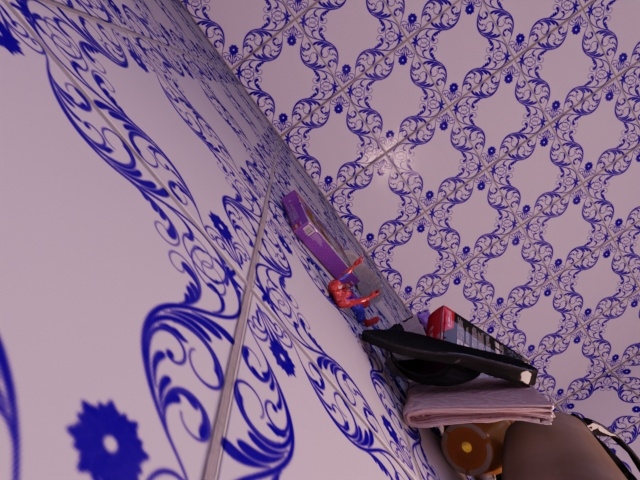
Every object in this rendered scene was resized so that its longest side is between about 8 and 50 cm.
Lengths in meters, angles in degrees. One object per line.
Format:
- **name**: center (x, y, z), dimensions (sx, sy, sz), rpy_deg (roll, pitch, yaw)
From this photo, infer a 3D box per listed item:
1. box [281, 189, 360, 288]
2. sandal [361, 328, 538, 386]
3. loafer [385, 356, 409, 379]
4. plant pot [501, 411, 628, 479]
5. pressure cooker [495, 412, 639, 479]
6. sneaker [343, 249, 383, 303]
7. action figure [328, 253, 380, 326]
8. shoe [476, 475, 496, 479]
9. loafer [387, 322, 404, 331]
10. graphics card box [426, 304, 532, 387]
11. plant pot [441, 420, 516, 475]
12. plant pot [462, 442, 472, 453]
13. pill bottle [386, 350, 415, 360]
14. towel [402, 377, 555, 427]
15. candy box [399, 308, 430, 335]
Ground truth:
- **box**: center (0.000, 0.000, 1.468), dimensions (0.293, 0.057, 0.201), rpy_deg (49, 9, -34)
- **sandal**: center (0.315, 0.314, 1.189), dimensions (0.445, 0.107, 0.167), rpy_deg (14, 1, 1)
- **loafer**: center (0.234, 0.355, 1.286), dimensions (0.125, 0.045, 0.039), rpy_deg (23, -16, 17)
- **plant pot**: center (0.525, 0.544, 1.033), dimensions (0.323, 0.323, 0.280), rpy_deg (51, 26, -25)
- **pressure cooker**: center (0.792, 0.771, 1.464), dimensions (0.370, 0.420, 0.375), rpy_deg (58, -2, -23)
- **sneaker**: center (0.153, 0.130, 1.777), dimensions (0.235, 0.090, 0.095), rpy_deg (55, -2, -6)
- **action figure**: center (0.113, 0.140, 1.280), dimensions (0.092, 0.139, 0.280), rpy_deg (58, 10, 33)
- **shoe**: center (0.498, 0.713, 1.398), dimensions (0.077, 0.058, 0.219), rpy_deg (56, 8, 15)
- **loafer**: center (0.272, 0.324, 1.643), dimensions (0.076, 0.078, 0.223), rpy_deg (57, 8, 17)
- **graphics card box**: center (0.485, 0.391, 1.458), dimensions (0.370, 0.094, 0.233), rpy_deg (31, 43, -11)
- **plant pot**: center (0.408, 0.520, 1.249), dimensions (0.187, 0.205, 0.205), rpy_deg (12, 41, -57)
- **plant pot**: center (0.520, 0.599, 1.563), dimensions (0.212, 0.212, 0.187), rpy_deg (49, 20, -35)
- **pill bottle**: center (0.230, 0.325, 1.373), dimensions (0.078, 0.078, 0.137), rpy_deg (54, 7, -5)
- **towel**: center (0.367, 0.391, 1.165), dimensions (0.332, 0.316, 0.054), rpy_deg (26, 59, -76)
- **candy box**: center (0.356, 0.334, 1.568), dimensions (0.196, 0.070, 0.164), rpy_deg (62, 21, 14)
